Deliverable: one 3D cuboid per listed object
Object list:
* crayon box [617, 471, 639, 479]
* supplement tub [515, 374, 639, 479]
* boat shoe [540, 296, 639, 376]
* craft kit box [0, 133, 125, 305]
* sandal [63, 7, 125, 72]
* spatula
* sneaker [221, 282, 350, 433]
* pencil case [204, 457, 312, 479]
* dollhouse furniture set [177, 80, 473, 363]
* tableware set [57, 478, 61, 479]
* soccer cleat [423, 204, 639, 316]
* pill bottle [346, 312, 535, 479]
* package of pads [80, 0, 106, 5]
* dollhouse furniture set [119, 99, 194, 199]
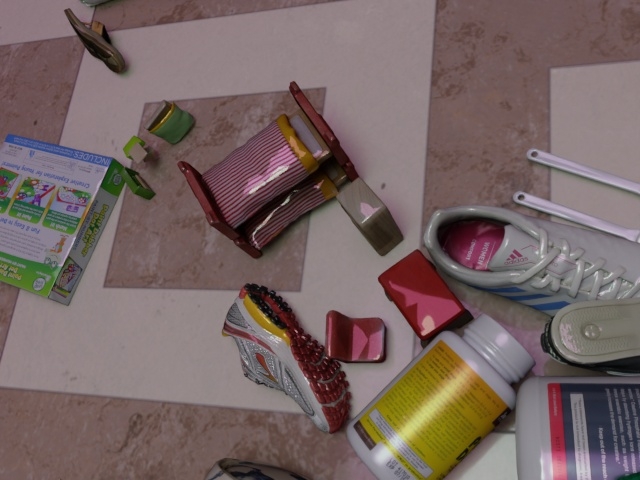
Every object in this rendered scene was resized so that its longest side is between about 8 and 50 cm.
[{"bbox_3d":[0.319,0.320,0.468,0.081,0.165,0.278,-28,93,22],"label":"crayon box"},{"bbox_3d":[0.333,0.226,0.634,0.272,0.191,0.191,-4,69,19],"label":"supplement tub"},{"bbox_3d":[0.351,0.101,0.688,0.233,0.079,0.084,0,65,5],"label":"boat shoe"},{"bbox_3d":[-0.475,-0.042,1.107,0.250,0.061,0.246,15,73,24],"label":"craft kit box"},{"bbox_3d":[-0.402,-0.367,1.202,0.049,0.072,0.180,-41,62,-17],"label":"sandal"},{"bbox_3d":[0.349,-0.023,0.827,0.242,0.019,0.168,24,85,27],"label":"spatula"},{"bbox_3d":[-0.046,0.162,0.868,0.225,0.088,0.093,48,111,28],"label":"sneaker"},{"bbox_3d":[-0.114,0.445,0.727,0.183,0.160,0.410,20,78,15],"label":"pencil case"},{"bbox_3d":[0.000,0.000,0.863,0.201,0.152,0.374,-37,62,3],"label":"dollhouse furniture set"},{"bbox_3d":[-0.434,0.401,0.935,0.154,0.024,0.104,-15,66,13],"label":"tableware set"},{"bbox_3d":[0.270,0.036,0.751,0.331,0.143,0.116,15,87,26],"label":"soccer cleat"},{"bbox_3d":[0.141,0.187,0.760,0.215,0.117,0.117,-45,62,-1],"label":"pill bottle"},{"bbox_3d":[-0.343,-0.586,1.246,0.296,0.101,0.229,-12,65,16],"label":"package of pads"},{"bbox_3d":[-0.257,-0.144,1.058,0.152,0.076,0.058,-49,59,8],"label":"dollhouse furniture set"}]
